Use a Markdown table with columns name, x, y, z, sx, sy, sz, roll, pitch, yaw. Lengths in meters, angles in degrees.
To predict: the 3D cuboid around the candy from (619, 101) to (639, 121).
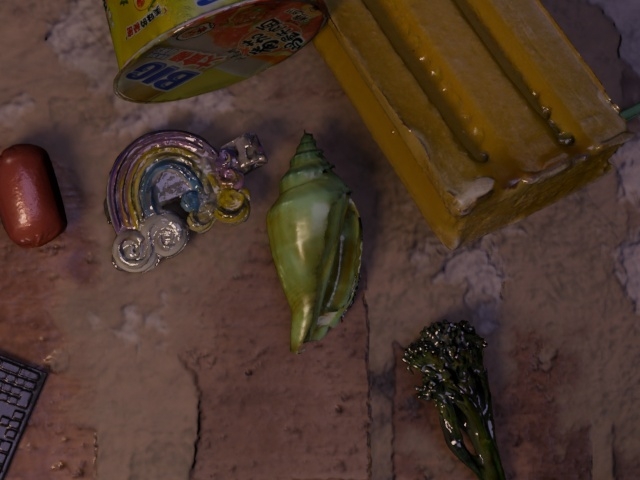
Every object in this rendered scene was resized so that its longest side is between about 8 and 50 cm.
| name | x | y | z | sx | sy | sz | roll | pitch | yaw |
| --- | --- | --- | --- | --- | --- | --- | --- | --- | --- |
| candy | 0.284 | -0.113 | 1.331 | 0.335 | 0.092 | 0.093 | -25 | 118 | -27 |

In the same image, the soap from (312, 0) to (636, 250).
| name | x | y | z | sx | sy | sz | roll | pitch | yaw |
| --- | --- | --- | --- | --- | --- | --- | --- | --- | --- |
| soap | 0.121 | -0.163 | 1.216 | 0.199 | 0.091 | 0.315 | -25 | 67 | -19 |

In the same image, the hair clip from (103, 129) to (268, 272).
| name | x | y | z | sx | sy | sz | roll | pitch | yaw |
| --- | --- | --- | --- | --- | --- | --- | --- | --- | --- |
| hair clip | -0.131 | -0.050 | 1.210 | 0.172 | 0.049 | 0.116 | -26 | 78 | -10 |

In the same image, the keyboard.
| name | x | y | z | sx | sy | sz | roll | pitch | yaw |
| --- | --- | --- | --- | --- | --- | --- | --- | --- | --- |
| keyboard | -0.309 | 0.198 | 1.140 | 0.067 | 0.011 | 0.202 | 24 | 78 | -14 |

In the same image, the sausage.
| name | x | y | z | sx | sy | sz | roll | pitch | yaw |
| --- | --- | --- | --- | --- | --- | --- | --- | --- | --- |
| sausage | -0.261 | -0.040 | 1.158 | 0.054 | 0.059 | 0.094 | -16 | 92 | 1 |

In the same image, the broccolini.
| name | x | y | z | sx | sy | sz | roll | pitch | yaw |
| --- | --- | --- | --- | --- | --- | --- | --- | --- | --- |
| broccolini | 0.152 | 0.170 | 1.257 | 0.091 | 0.068 | 0.202 | -31 | 94 | -37 |

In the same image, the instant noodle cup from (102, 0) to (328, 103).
| name | x | y | z | sx | sy | sz | roll | pitch | yaw |
| --- | --- | --- | --- | --- | --- | --- | --- | --- | --- |
| instant noodle cup | -0.109 | -0.232 | 1.166 | 0.205 | 0.205 | 0.153 | -16 | 78 | -18 |

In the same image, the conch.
| name | x | y | z | sx | sy | sz | roll | pitch | yaw |
| --- | --- | --- | --- | --- | --- | --- | --- | --- | --- |
| conch | -0.003 | -0.002 | 1.225 | 0.095 | 0.079 | 0.200 | -15 | 105 | -31 |
